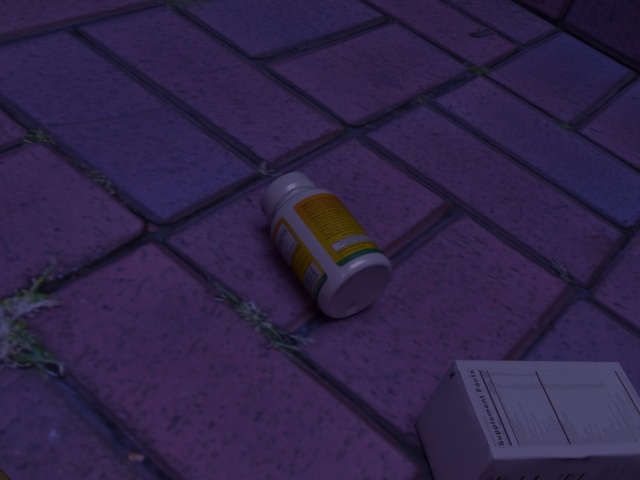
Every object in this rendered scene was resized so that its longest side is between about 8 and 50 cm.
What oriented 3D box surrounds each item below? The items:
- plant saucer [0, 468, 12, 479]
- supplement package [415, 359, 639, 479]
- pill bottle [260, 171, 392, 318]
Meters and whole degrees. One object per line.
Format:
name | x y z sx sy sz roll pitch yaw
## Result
plant saucer | -0.391 0.271 0.567 0.332 0.081 0.332 -15 13 -36
supplement package | 0.263 0.238 0.942 0.243 0.134 0.139 4 43 -20
pill bottle | 0.000 0.000 1.109 0.117 0.118 0.208 -13 50 -34
